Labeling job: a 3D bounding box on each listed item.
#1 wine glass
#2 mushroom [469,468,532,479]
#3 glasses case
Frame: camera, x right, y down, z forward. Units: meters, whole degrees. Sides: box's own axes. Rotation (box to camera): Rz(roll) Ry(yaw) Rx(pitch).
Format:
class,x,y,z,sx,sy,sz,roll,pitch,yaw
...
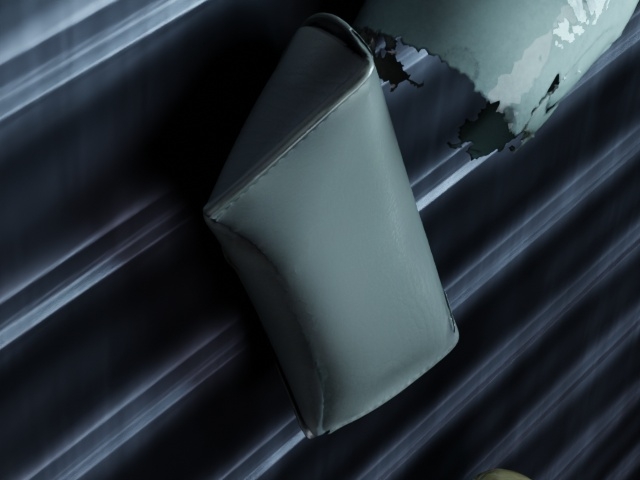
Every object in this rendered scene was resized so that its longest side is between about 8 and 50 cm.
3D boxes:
class,x,y,z,sx,sy,sz,roll,pitch,yaw
wine glass,0.146,-0.200,0.957,0.321,0.143,0.143,-51,152,-11
mushroom,0.124,0.261,1.389,0.166,0.127,0.166,-58,176,-6
glasses case,-0.001,0.002,0.964,0.128,0.083,0.308,-45,150,-15
